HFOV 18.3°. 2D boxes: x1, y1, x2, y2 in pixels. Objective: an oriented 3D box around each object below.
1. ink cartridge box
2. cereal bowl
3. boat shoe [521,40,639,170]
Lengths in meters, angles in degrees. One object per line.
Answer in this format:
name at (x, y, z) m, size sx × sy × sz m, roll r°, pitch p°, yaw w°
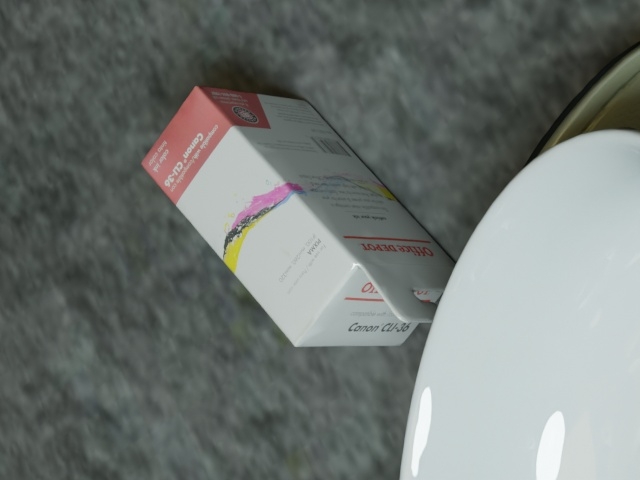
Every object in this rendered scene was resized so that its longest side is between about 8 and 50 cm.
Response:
ink cartridge box at (0.000, 0.000, 1.163) m, size 0.198 × 0.115 × 0.067 m, roll 49°, pitch 114°, yaw 27°
cereal bowl at (0.164, 0.126, 0.883) m, size 0.339 × 0.141 × 0.339 m, roll -172°, pitch 90°, yaw -67°
boat shoe at (0.127, 0.037, 1.078) m, size 0.113 × 0.127 × 0.340 m, roll -119°, pitch 42°, yaw -67°
